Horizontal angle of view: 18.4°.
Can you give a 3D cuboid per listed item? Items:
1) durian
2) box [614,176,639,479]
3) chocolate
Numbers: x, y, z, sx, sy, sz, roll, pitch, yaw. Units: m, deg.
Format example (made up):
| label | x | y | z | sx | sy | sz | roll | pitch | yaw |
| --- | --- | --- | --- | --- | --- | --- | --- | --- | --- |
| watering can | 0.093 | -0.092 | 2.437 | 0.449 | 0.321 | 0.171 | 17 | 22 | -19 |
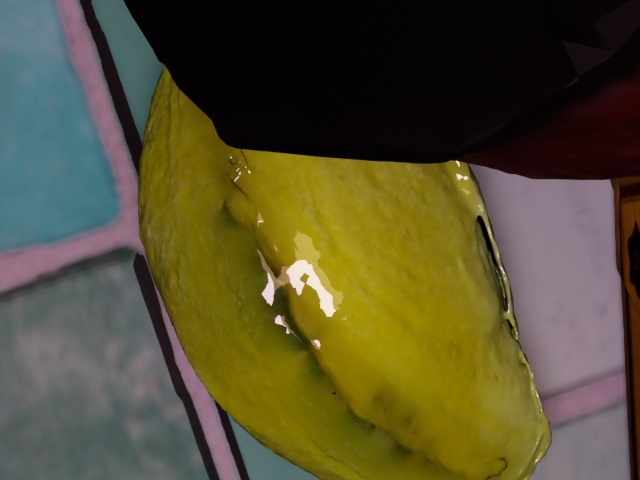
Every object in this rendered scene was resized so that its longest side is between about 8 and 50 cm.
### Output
| label | x | y | z | sx | sy | sz | roll | pitch | yaw |
| --- | --- | --- | --- | --- | --- | --- | --- | --- | --- |
| durian | 0.000 | 0.000 | 0.779 | 0.139 | 0.101 | 0.250 | -32 | 93 | -42 |
| box | 0.227 | 0.110 | 0.807 | 0.193 | 0.084 | 0.301 | -3 | 89 | -7 |
| chocolate | 0.154 | -0.188 | 0.685 | 0.331 | 0.384 | 0.383 | 7 | 88 | -44 |
